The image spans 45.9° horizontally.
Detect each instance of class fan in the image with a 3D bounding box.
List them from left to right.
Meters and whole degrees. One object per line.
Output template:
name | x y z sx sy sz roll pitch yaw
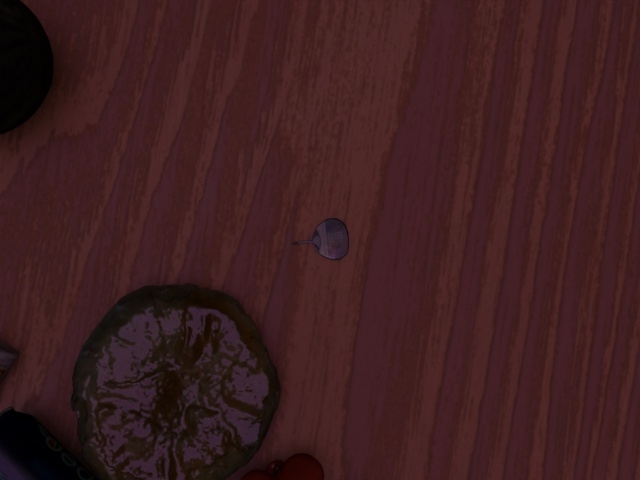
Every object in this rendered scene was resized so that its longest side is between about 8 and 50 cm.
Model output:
fan | 0.006 -0.007 1.103 0.080 0.003 0.060 22 85 -1

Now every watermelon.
watermelon | -0.464 -0.234 0.998 0.212 0.212 0.212 0 86 -2

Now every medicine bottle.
medicine bottle | -0.464 0.181 1.043 0.057 0.057 0.089 31 86 0

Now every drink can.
drink can | -0.378 0.324 1.007 0.118 0.118 0.205 -45 90 -5

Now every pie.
pie | -0.198 0.205 1.046 0.307 0.071 0.306 0 87 -6

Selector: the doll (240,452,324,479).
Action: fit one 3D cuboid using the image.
doll | -0.095 0.405 0.985 0.161 0.129 0.290 7 52 33
